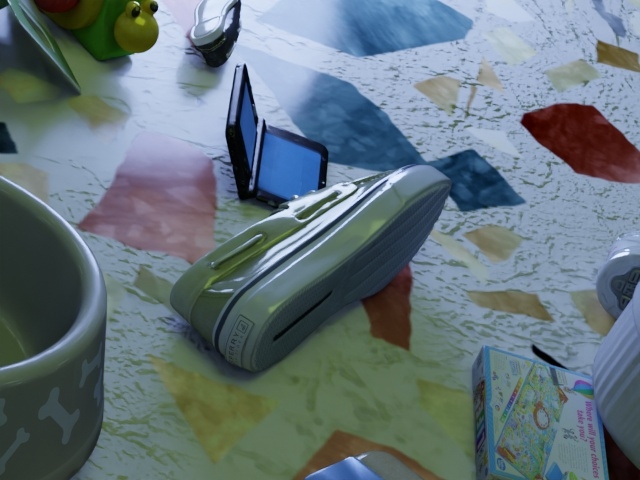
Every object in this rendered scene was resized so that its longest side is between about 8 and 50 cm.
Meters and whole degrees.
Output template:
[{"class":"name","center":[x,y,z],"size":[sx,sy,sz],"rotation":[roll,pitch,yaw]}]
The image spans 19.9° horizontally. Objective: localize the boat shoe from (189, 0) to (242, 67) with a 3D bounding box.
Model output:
[{"class":"boat shoe","center":[-0.096,-0.208,1.766],"size":[0.046,0.038,0.125],"rotation":[-18,28,14]}]

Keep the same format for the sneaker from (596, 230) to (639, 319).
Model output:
[{"class":"sneaker","center":[0.367,0.044,1.660],"size":[0.232,0.090,0.115],"rotation":[24,31,-2]}]

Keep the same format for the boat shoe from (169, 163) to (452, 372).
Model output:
[{"class":"boat shoe","center":[0.000,0.000,1.490],"size":[0.094,0.109,0.302],"rotation":[35,39,19]}]

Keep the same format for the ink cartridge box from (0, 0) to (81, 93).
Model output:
[{"class":"ink cartridge box","center":[-0.301,-0.240,1.593],"size":[0.056,0.171,0.235],"rotation":[-27,70,3]}]

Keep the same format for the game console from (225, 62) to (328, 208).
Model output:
[{"class":"game console","center":[-0.038,-0.088,1.617],"size":[0.071,0.107,0.122],"rotation":[-6,35,7]}]

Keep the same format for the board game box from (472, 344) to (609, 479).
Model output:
[{"class":"board game box","center":[0.175,0.155,1.453],"size":[0.103,0.026,0.154],"rotation":[17,35,-9]}]

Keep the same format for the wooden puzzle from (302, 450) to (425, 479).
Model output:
[{"class":"wooden puzzle","center":[0.028,0.247,1.125],"size":[0.348,0.080,0.322],"rotation":[-15,36,-38]}]

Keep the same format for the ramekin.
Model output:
[{"class":"ramekin","center":[0.318,0.123,1.483],"size":[0.207,0.109,0.207],"rotation":[25,33,-17]}]

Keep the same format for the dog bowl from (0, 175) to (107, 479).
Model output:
[{"class":"dog bowl","center":[-0.303,0.043,1.226],"size":[0.348,0.102,0.349],"rotation":[16,27,-8]}]

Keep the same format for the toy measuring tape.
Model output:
[{"class":"toy measuring tape","center":[-0.251,-0.292,1.722],"size":[0.121,0.121,0.330],"rotation":[-15,50,-42]}]
